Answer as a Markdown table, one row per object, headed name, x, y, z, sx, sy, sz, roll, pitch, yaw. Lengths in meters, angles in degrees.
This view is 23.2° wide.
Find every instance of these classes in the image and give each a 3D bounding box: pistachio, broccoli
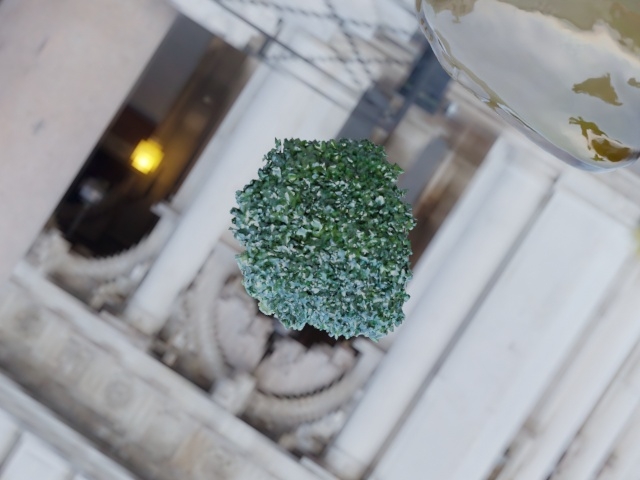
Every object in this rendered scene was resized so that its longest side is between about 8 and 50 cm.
| name | x | y | z | sx | sy | sz | roll | pitch | yaw |
| --- | --- | --- | --- | --- | --- | --- | --- | --- | --- |
| pistachio | 0.217 | -0.192 | 1.350 | 0.260 | 0.213 | 0.163 | 33 | 167 | -13 |
| broccoli | 0.000 | 0.000 | 1.495 | 0.220 | 0.194 | 0.194 | 58 | 179 | -7 |
